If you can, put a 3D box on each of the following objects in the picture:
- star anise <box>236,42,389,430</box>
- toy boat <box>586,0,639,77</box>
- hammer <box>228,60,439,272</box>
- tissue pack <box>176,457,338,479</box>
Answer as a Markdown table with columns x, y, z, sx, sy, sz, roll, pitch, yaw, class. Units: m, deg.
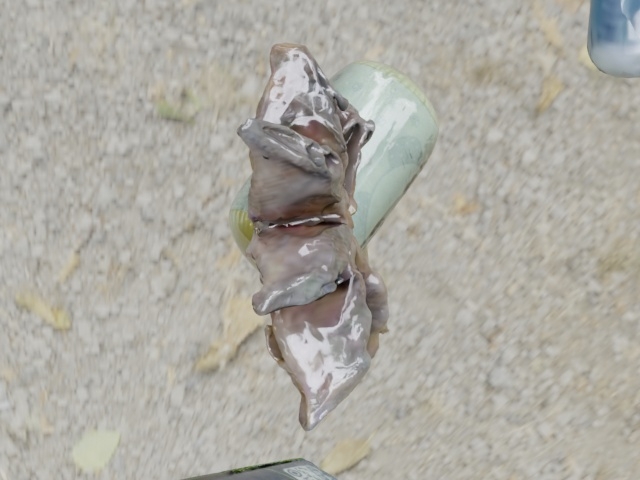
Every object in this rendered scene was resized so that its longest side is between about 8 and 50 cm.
| x | y | z | sx | sy | sz | roll | pitch | yaw | class |
| --- | --- | --- | --- | --- | --- | --- | --- | --- | --- |
| -0.004 | -0.004 | 0.884 | 0.063 | 0.172 | 0.208 | -4 | 86 | 11 | star anise |
| 0.179 | -0.105 | 0.388 | 0.309 | 0.129 | 0.142 | -26 | 119 | -25 | toy boat |
| 0.018 | -0.015 | 1.440 | 0.113 | 0.305 | 0.202 | 36 | 74 | 17 | hammer |
| -0.023 | 0.244 | 1.280 | 0.173 | 0.235 | 0.073 | 33 | 106 | 25 | tissue pack |
